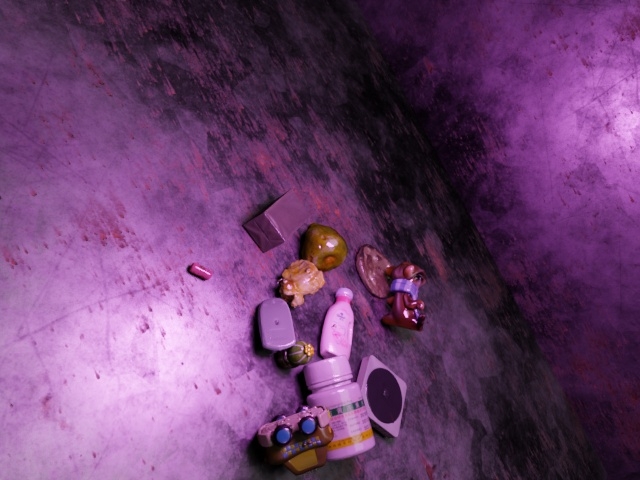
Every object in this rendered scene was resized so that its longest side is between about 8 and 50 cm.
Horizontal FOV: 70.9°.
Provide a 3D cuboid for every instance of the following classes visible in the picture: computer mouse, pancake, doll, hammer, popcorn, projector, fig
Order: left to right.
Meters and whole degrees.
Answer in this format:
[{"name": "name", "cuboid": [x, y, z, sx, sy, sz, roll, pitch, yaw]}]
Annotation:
[{"name": "hammer", "cuboid": [-0.427, 0.110, 1.605, 0.083, 0.043, 0.043, 32, 48, -27]}, {"name": "computer mouse", "cuboid": [-0.169, 0.315, 1.686, 0.127, 0.079, 0.231, 0, 48, -13]}, {"name": "popcorn", "cuboid": [-0.093, 0.167, 1.836, 0.195, 0.174, 0.168, -36, 56, -25]}, {"name": "fig", "cuboid": [0.000, 0.000, 2.010, 0.206, 0.206, 0.275, 22, 31, -36]}, {"name": "pancake", "cuboid": [0.281, 0.155, 2.295, 0.294, 0.049, 0.295, 26, 51, -38]}, {"name": "projector", "cuboid": [0.251, 0.670, 1.933, 0.257, 0.079, 0.259, 42, 43, -19]}, {"name": "doll", "cuboid": [0.426, 0.276, 2.172, 0.209, 0.318, 0.340, 12, 69, -19]}]

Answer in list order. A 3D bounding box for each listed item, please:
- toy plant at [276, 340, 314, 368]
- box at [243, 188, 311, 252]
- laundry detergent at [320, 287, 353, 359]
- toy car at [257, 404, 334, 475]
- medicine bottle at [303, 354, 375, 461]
[{"name": "toy plant", "cuboid": [-0.089, 0.423, 1.668, 0.092, 0.162, 0.093, 23, 52, -33]}, {"name": "box", "cuboid": [-0.180, -0.083, 1.887, 0.149, 0.155, 0.231, 55, 39, -10]}, {"name": "laundry detergent", "cuboid": [0.084, 0.359, 1.941, 0.159, 0.087, 0.335, 40, 43, -28]}, {"name": "toy car", "cuboid": [-0.070, 0.677, 1.490, 0.247, 0.204, 0.198, -16, 83, -9]}, {"name": "medicine bottle", "cuboid": [0.059, 0.615, 1.671, 0.208, 0.208, 0.340, 1, 67, -45]}]
